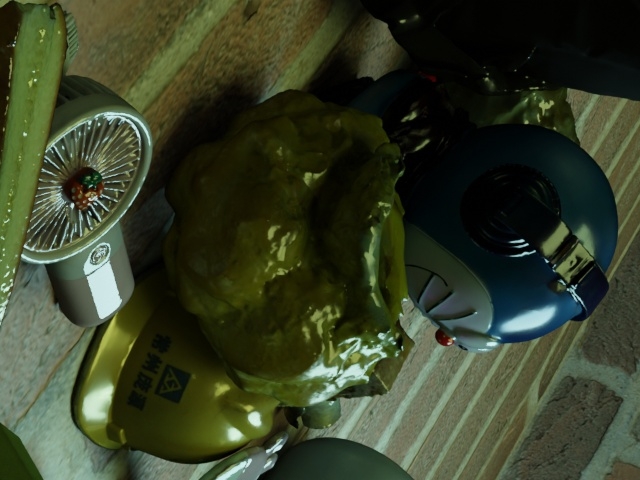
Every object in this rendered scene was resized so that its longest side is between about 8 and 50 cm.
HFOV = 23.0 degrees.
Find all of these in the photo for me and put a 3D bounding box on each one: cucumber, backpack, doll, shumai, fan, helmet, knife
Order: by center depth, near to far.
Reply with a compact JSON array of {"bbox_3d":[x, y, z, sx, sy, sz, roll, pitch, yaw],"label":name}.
[{"bbox_3d":[-0.175,-0.017,1.128,0.130,0.074,0.244,-41,153,-21],"label":"fan"},{"bbox_3d":[-0.102,0.126,1.448,0.205,0.140,0.257,-67,164,3],"label":"helmet"},{"bbox_3d":[0.264,-0.289,1.460,0.255,0.445,0.363,25,84,-59],"label":"backpack"},{"bbox_3d":[0.151,-0.026,1.576,0.240,0.310,0.284,-48,168,-7],"label":"doll"},{"bbox_3d":[-0.133,0.302,1.579,0.132,0.038,0.399,-26,157,-34],"label":"knife"},{"bbox_3d":[0.017,-0.137,1.599,0.039,0.043,0.163,-27,178,31],"label":"cucumber"},{"bbox_3d":[0.157,-0.132,1.775,0.222,0.225,0.261,-8,98,-25],"label":"shumai"}]

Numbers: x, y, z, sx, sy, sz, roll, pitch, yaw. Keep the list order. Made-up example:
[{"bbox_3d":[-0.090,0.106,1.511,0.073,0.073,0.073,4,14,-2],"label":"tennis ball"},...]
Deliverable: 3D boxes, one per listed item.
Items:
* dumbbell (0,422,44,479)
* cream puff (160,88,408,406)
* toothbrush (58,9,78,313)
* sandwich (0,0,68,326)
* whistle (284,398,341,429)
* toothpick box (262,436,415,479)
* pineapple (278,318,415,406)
[{"bbox_3d":[-0.239,0.233,1.239,0.121,0.108,0.302,-60,161,-18],"label":"dumbbell"},{"bbox_3d":[0.001,-0.001,1.363,0.282,0.185,0.282,18,64,-42],"label":"cream puff"},{"bbox_3d":[-0.189,-0.048,1.172,0.025,0.020,0.286,-56,160,-45],"label":"toothbrush"},{"bbox_3d":[-0.226,-0.037,0.974,0.094,0.096,0.258,-34,143,-68],"label":"sandwich"},{"bbox_3d":[0.000,0.090,1.786,0.068,0.057,0.326,-12,133,-20],"label":"whistle"},{"bbox_3d":[-0.014,0.392,1.887,0.355,0.263,0.263,-53,157,-36],"label":"toothpick box"},{"bbox_3d":[-0.001,0.088,1.577,0.114,0.186,0.236,-58,172,-31],"label":"pineapple"}]
